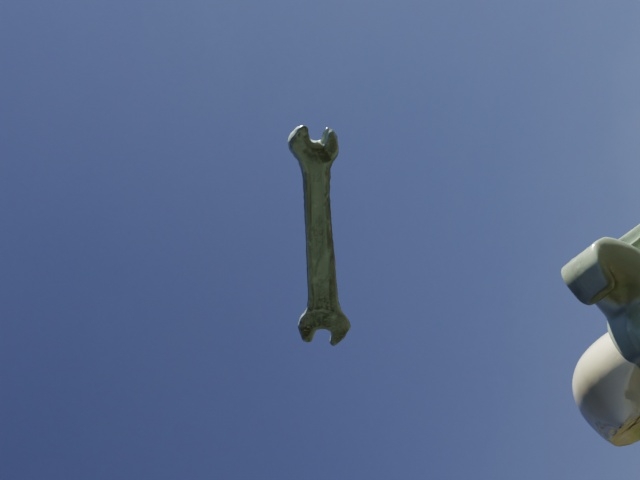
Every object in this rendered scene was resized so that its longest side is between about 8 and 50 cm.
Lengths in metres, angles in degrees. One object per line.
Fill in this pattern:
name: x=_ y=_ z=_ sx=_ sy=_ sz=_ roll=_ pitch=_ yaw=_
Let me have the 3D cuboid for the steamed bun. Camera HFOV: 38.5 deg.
steamed bun: x=0.690 y=0.285 z=1.955 sx=0.324 sy=0.206 sz=0.324 roll=-18 pitch=-31 yaw=-12

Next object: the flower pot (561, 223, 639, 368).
flower pot: x=0.586 y=0.095 z=1.593 sx=0.367 sy=0.254 sz=0.164 roll=-18 pitch=-22 yaw=-49

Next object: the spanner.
spanner: x=0.000 y=0.000 z=1.155 sx=0.017 sy=0.071 sz=0.302 roll=-98 pitch=5 yaw=-68
